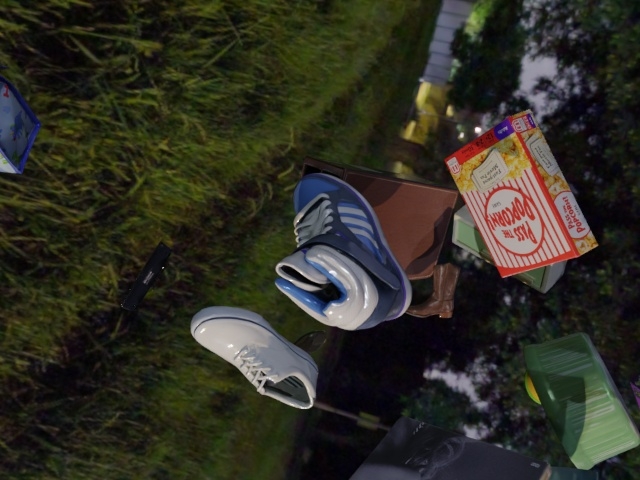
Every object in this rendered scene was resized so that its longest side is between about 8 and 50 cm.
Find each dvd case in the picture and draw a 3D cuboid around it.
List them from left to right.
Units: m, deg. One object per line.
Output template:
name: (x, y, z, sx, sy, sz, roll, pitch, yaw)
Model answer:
dvd case: (0.076, 0.250, 0.506, 0.221, 0.165, 0.018, -38, 118, -36)

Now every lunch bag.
lunch bag: (-0.407, -0.150, 0.636, 0.151, 0.129, 0.096, 85, 8, -64)

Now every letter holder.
letter holder: (0.108, -0.039, 1.222, 0.152, 0.302, 0.214, 29, -71, 54)

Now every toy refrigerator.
toy refrigerator: (0.456, 0.010, 1.426, 0.094, 0.269, 0.102, -36, 141, -27)

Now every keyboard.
keyboard: (-0.454, 0.092, 1.508, 0.192, 0.038, 0.100, -60, 162, -13)

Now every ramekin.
ramekin: (0.613, 0.363, 1.362, 0.303, 0.148, 0.303, 49, 24, -31)

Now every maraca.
maraca: (0.663, 0.387, 1.697, 0.099, 0.127, 0.185, 100, 6, -72)

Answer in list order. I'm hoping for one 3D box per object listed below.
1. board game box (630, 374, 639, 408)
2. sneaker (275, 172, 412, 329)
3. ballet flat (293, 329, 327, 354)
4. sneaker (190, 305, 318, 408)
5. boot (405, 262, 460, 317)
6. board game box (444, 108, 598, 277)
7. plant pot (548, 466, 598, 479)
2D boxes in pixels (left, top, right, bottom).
board game box: (0.791, 0.453, 1.235, 0.346, 0.056, 0.208, 57, 0, -28)
sneaker: (0.000, 0.001, 0.936, 0.130, 0.322, 0.236, -45, 153, 25)
ballet flat: (-0.056, 0.306, 1.652, 0.173, 0.057, 0.049, -35, -178, 6)
sneaker: (-0.094, 0.191, 0.935, 0.094, 0.258, 0.091, -45, -148, 19)
boot: (0.222, 0.095, 1.162, 0.037, 0.107, 0.114, -128, -139, -72)
board game box: (0.264, -0.057, 0.788, 0.193, 0.045, 0.147, 65, -25, 5)
plant pot: (0.396, 0.570, 1.131, 0.293, 0.293, 0.235, 84, 8, -65)
